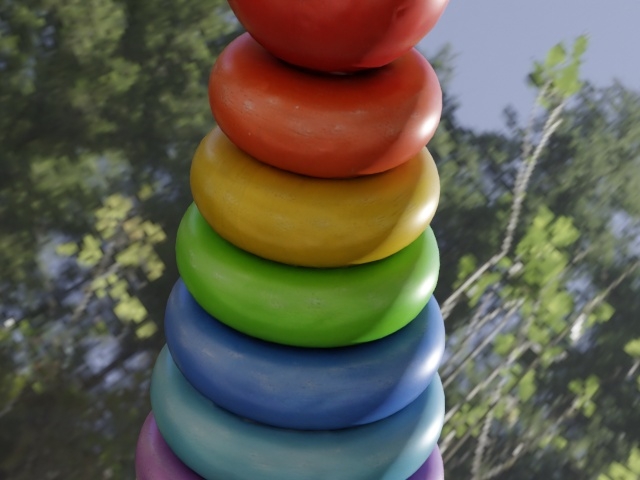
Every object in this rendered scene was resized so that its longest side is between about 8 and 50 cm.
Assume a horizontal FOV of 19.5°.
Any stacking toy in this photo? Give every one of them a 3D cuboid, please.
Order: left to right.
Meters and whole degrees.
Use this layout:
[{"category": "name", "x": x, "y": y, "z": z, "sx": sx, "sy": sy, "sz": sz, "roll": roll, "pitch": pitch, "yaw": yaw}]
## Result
[{"category": "stacking toy", "x": 0.000, "y": 0.000, "z": 0.739, "sx": 0.141, "sy": 0.141, "sz": 0.330, "roll": 19, "pitch": -57, "yaw": 19}]
